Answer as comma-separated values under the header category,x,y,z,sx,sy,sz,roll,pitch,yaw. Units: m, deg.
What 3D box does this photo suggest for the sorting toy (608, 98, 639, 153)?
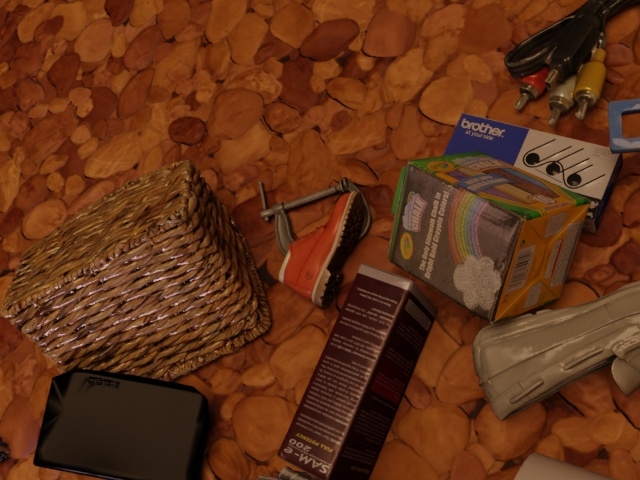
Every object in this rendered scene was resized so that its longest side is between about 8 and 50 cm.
category,x,y,z,sx,sy,sz,roll,pitch,yaw
sorting toy,0.479,-0.140,0.806,0.348,0.047,0.196,12,75,26

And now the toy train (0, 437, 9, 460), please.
category,x,y,z,sx,sy,sz,roll,pitch,yaw
toy train,-0.523,0.299,1.164,0.158,0.027,0.036,5,61,24

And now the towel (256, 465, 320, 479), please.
category,x,y,z,sx,sy,sz,roll,pitch,yaw
towel,0.022,0.389,0.815,0.284,0.121,0.235,17,106,28

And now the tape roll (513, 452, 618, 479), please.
category,x,y,z,sx,sy,sz,roll,pitch,yaw
tape roll,0.201,0.343,0.704,0.100,0.286,0.286,15,77,26

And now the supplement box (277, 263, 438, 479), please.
category,x,y,z,sx,sy,sz,roll,pitch,yaw
supplement box,0.049,0.163,0.924,0.073,0.130,0.239,18,77,27

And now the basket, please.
category,x,y,z,sx,sy,sz,roll,pitch,yaw
basket,-0.248,0.057,1.107,0.299,0.223,0.213,-29,30,10

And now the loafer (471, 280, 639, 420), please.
category,x,y,z,sx,sy,sz,roll,pitch,yaw
loafer,0.325,0.112,0.850,0.320,0.112,0.111,-21,69,22

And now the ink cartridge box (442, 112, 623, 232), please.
category,x,y,z,sx,sy,sz,roll,pitch,yaw
ink cartridge box,0.258,-0.087,0.983,0.207,0.046,0.097,20,77,28

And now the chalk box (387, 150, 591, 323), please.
category,x,y,z,sx,sy,sz,roll,pitch,yaw
chalk box,0.172,-0.020,0.909,0.213,0.132,0.132,34,124,41

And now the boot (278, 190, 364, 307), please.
category,x,y,z,sx,sy,sz,roll,pitch,yaw
boot,0.000,0.000,1.036,0.085,0.059,0.157,24,90,26

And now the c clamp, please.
category,x,y,z,sx,sy,sz,roll,pitch,yaw
c clamp,-0.011,-0.042,1.088,0.161,0.022,0.137,-14,67,16

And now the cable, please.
category,x,y,z,sx,sy,sz,roll,pitch,yaw
cable,0.351,-0.274,1.029,0.139,0.072,0.287,23,67,45

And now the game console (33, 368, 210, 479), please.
category,x,y,z,sx,sy,sz,roll,pitch,yaw
game console,-0.271,0.353,1.003,0.213,0.044,0.361,8,80,5
